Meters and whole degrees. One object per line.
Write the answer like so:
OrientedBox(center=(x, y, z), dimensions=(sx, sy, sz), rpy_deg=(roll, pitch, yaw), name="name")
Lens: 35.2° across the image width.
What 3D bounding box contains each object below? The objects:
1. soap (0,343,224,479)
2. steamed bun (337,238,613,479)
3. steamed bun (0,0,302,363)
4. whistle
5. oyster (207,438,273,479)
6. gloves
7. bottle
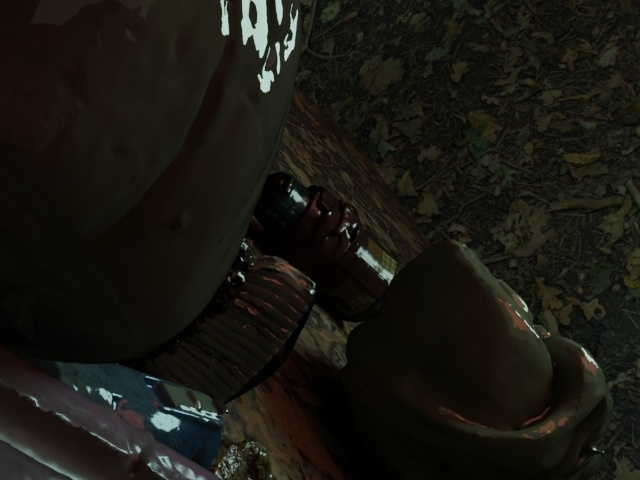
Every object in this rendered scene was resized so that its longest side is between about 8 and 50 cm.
OrientedBox(center=(-0.122, 0.185, 0.407), dimensions=(0.302, 0.159, 0.258), rpy_deg=(39, 12, -35), name="soap")
OrientedBox(center=(0.166, 0.204, 1.241), dimensions=(0.342, 0.255, 0.367), rpy_deg=(36, -26, 28), name="steamed bun")
OrientedBox(center=(-0.148, -0.063, 0.542), dimensions=(0.236, 0.247, 0.383), rpy_deg=(36, -28, -27), name="steamed bun")
OrientedBox(center=(-0.159, 0.126, 0.680), dimensions=(0.269, 0.093, 0.180), rpy_deg=(27, 18, -49), name="whistle")
OrientedBox(center=(-0.065, 0.204, 0.883), dimensions=(0.080, 0.038, 0.083), rpy_deg=(51, 10, -4), name="oyster")
OrientedBox(center=(-0.142, 0.007, 0.803), dimensions=(0.312, 0.210, 0.135), rpy_deg=(44, 36, -25), name="gloves")
OrientedBox(center=(0.000, 0.000, 1.566), dimensions=(0.271, 0.156, 0.143), rpy_deg=(43, 46, -27), name="bottle")
